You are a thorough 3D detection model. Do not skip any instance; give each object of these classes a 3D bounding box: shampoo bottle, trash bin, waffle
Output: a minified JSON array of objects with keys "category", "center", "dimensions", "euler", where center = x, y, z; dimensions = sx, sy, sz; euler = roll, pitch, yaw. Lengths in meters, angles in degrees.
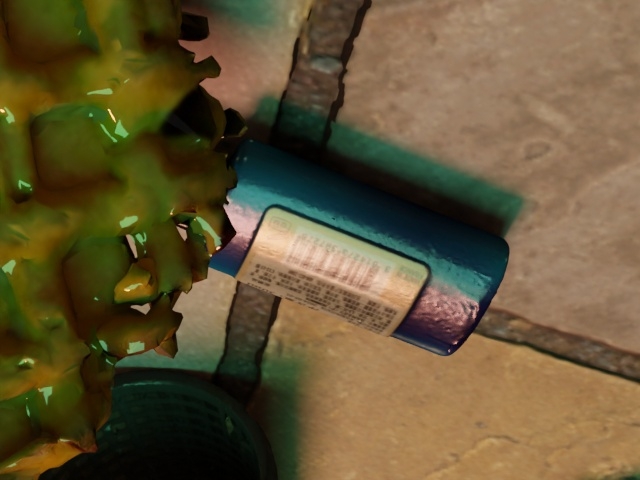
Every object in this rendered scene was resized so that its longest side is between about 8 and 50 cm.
[{"category":"shampoo bottle","center":[0.000,0.000,0.784],"dimensions":[0.183,0.050,0.087],"euler":[21,137,-6]},{"category":"trash bin","center":[-0.096,0.194,0.927],"dimensions":[0.175,0.175,0.161],"euler":[0,143,15]},{"category":"waffle","center":[-0.229,-0.032,0.627],"dimensions":[0.380,0.382,0.095],"euler":[39,165,-17]}]
